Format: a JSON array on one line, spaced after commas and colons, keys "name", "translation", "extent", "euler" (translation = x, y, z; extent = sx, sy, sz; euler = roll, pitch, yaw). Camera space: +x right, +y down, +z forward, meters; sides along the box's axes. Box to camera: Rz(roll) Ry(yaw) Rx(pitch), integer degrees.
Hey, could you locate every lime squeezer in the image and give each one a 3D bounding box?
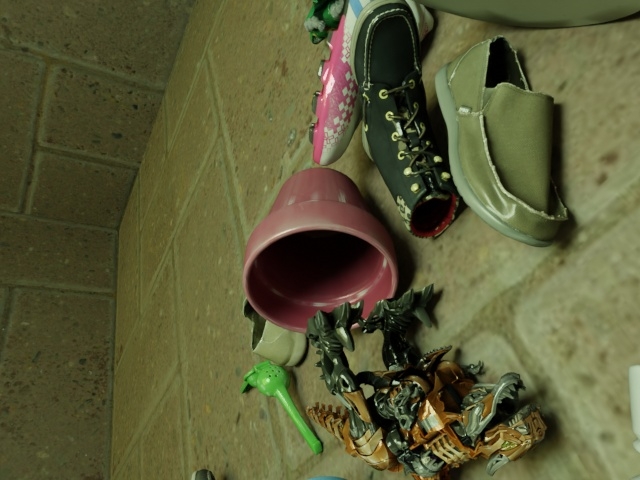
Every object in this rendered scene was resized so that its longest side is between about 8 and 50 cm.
[{"name": "lime squeezer", "translation": [-0.088, 0.263, 0.838], "extent": [0.310, 0.059, 0.110], "euler": [1, 123, 59]}]

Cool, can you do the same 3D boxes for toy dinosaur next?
[{"name": "toy dinosaur", "translation": [0.072, 0.176, 0.517], "extent": [0.322, 0.164, 0.218], "euler": [-25, 75, 30]}]

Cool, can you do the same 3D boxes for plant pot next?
[{"name": "plant pot", "translation": [0.000, 0.000, 0.655], "extent": [0.201, 0.201, 0.180], "euler": [-54, 23, 35]}]

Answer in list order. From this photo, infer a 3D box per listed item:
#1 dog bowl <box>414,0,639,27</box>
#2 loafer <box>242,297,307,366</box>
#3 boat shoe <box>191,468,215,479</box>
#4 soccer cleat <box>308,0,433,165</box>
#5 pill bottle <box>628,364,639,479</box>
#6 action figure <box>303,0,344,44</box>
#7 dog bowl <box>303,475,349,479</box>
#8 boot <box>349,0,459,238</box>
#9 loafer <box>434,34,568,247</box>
[{"name": "dog bowl", "translation": [0.157, -0.273, 0.386], "extent": [0.265, 0.265, 0.104], "euler": [33, 112, 57]}, {"name": "loafer", "translation": [-0.093, 0.096, 0.854], "extent": [0.102, 0.092, 0.268], "euler": [-51, 42, 36]}, {"name": "boat shoe", "translation": [-0.167, 0.565, 0.855], "extent": [0.335, 0.095, 0.112], "euler": [-121, 14, -53]}, {"name": "soccer cleat", "translation": [0.074, -0.257, 0.642], "extent": [0.116, 0.143, 0.331], "euler": [-103, 26, -79]}, {"name": "pill bottle", "translation": [0.232, 0.206, 0.215], "extent": [0.160, 0.160, 0.283], "euler": [-17, 67, 56]}, {"name": "action figure", "translation": [0.031, -0.381, 0.795], "extent": [0.232, 0.137, 0.063], "euler": [-164, 73, -68]}, {"name": "dog bowl", "translation": [-0.022, 0.418, 0.581], "extent": [0.074, 0.166, 0.297], "euler": [-120, 48, -64]}, {"name": "boot", "translation": [0.103, -0.130, 0.537], "extent": [0.236, 0.085, 0.179], "euler": [78, 174, -55]}, {"name": "loafer", "translation": [0.180, -0.111, 0.463], "extent": [0.087, 0.094, 0.251], "euler": [-49, 42, 47]}]
